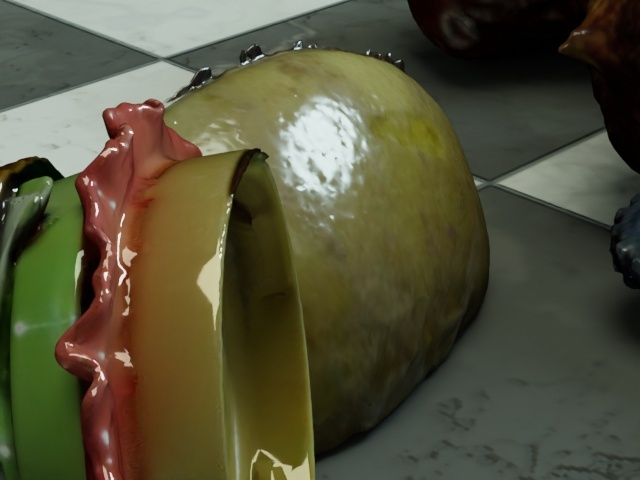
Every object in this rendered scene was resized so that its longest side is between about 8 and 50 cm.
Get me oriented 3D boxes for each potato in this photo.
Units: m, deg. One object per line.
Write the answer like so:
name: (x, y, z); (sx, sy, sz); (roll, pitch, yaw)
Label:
potato: (0.003, 0.000, 0.566); (0.100, 0.120, 0.261); (28, 38, 33)

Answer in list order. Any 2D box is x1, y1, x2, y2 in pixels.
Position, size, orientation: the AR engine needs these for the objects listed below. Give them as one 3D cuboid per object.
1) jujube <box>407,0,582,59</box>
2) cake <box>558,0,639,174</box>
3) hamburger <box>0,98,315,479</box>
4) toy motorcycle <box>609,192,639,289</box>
jujube: (0.204, -0.211, 0.880); (0.342, 0.216, 0.216); (-22, 31, -7)
cake: (0.238, -0.115, 0.711); (0.293, 0.196, 0.199); (-10, 27, -8)
hamburger: (-0.076, 0.047, 0.423); (0.137, 0.175, 0.175); (-3, 26, 9)
toy motorcycle: (0.247, 0.011, 0.552); (0.239, 0.108, 0.204); (-25, 24, 2)
